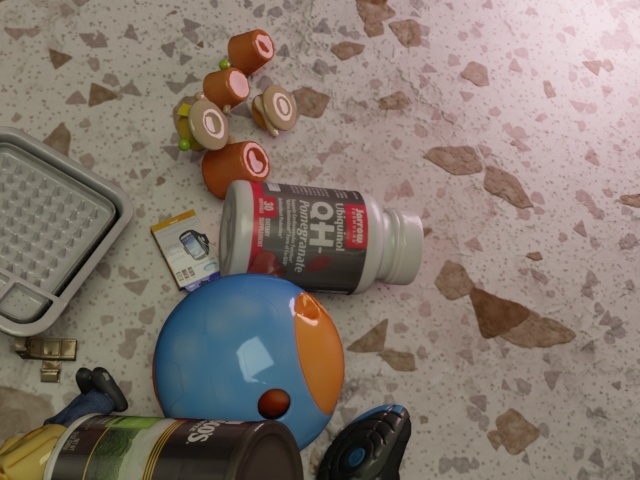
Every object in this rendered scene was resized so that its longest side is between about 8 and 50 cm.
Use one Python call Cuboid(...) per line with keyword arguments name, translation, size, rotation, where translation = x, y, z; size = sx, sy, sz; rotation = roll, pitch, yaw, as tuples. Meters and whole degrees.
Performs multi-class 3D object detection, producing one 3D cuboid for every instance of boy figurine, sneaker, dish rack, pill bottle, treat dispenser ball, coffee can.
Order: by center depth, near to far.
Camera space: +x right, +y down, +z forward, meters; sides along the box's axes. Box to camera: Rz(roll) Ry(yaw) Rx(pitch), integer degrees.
Cuboid(name="coffee can", translation=(-0.186, 0.328, 1.148), size=(0.275, 0.201, 0.201), rotation=(-3, 67, 23))
Cuboid(name="boy figurine", translation=(-0.421, 0.302, 1.297), size=(0.285, 0.177, 0.092), rotation=(-39, 110, -36))
Cuboid(name="treat dispenser ball", translation=(-0.107, 0.192, 1.337), size=(0.288, 0.288, 0.288), rotation=(4, 70, -10))
Cuboid(name="sneaker", translation=(0.062, 0.418, 1.403), size=(0.140, 0.125, 0.340), rotation=(44, 62, -24))
Cuboid(name="dish rack", translation=(-0.486, -0.010, 1.406), size=(0.286, 0.072, 0.333), rotation=(30, 49, -2))
Cuboid(name="pill bottle", translation=(0.000, 0.000, 1.484), size=(0.319, 0.176, 0.176), rotation=(5, 70, -15))

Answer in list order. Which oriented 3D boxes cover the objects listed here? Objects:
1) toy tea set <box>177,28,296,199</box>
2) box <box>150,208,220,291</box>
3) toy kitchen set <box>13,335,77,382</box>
Cuboid(name="toy tea set", translation=(-0.157, -0.221, 1.576), size=(0.200, 0.124, 0.336), rotation=(50, 43, -28))
Cuboid(name="box", translation=(-0.224, 0.023, 1.516), size=(0.081, 0.028, 0.136), rotation=(-23, 79, -18))
Cuboid(name="toy kitchen set", translation=(-0.429, 0.181, 1.390), size=(0.083, 0.075, 0.068), rotation=(2, 71, -6))
